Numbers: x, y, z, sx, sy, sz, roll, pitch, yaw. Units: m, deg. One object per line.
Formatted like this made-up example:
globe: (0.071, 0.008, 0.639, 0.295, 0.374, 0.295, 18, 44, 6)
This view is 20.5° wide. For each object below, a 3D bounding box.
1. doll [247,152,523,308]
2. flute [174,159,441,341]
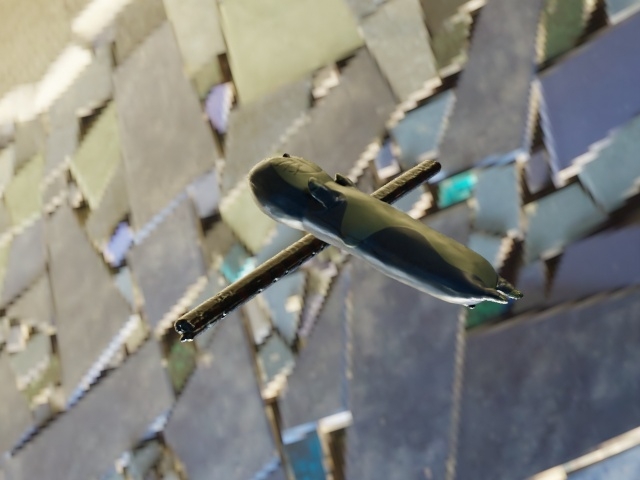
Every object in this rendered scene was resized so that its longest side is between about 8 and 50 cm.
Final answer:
doll: (0.024, -0.003, 0.712, 0.037, 0.125, 0.027, -13, 126, -64)
flute: (0.000, 0.000, 0.979, 0.269, 0.014, 0.014, -33, 161, -52)
